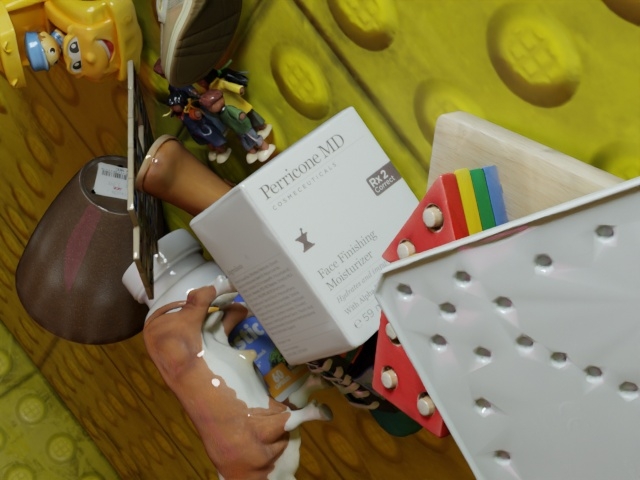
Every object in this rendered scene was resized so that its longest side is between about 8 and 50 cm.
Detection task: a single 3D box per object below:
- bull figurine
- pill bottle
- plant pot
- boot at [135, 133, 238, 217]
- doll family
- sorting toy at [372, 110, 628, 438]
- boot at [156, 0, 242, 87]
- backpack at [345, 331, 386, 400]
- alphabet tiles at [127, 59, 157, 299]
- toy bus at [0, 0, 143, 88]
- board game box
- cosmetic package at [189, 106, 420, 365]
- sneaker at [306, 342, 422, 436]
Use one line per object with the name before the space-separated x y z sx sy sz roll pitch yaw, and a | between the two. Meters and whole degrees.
bull figurine | -0.088 0.190 1.207 0.188 0.101 0.310 -40 84 20
pill bottle | -0.134 0.120 1.349 0.272 0.152 0.152 49 152 7
plant pot | -0.306 -0.006 1.446 0.215 0.215 0.230 44 137 16
boot | -0.114 -0.048 1.153 0.152 0.073 0.197 29 180 13
doll family | -0.121 -0.145 1.101 0.193 0.076 0.111 1 143 51
sorting toy | 0.145 0.061 0.801 0.257 0.089 0.255 33 127 45
boot | -0.153 -0.271 0.988 0.165 0.077 0.213 40 136 24
backpack | 0.093 0.107 1.044 0.084 0.105 0.114 30 152 -5
alphabet tiles | -0.211 -0.060 1.221 0.198 0.009 0.237 91 175 -64
toy bus | -0.344 -0.251 1.181 0.220 0.211 0.149 39 148 22
board game box | 0.284 0.119 0.631 0.390 0.050 0.390 -21 107 32
cosmetic package | 0.000 0.000 1.003 0.184 0.151 0.151 54 152 -5
sneaker | 0.013 0.114 1.148 0.108 0.121 0.302 -5 120 57
